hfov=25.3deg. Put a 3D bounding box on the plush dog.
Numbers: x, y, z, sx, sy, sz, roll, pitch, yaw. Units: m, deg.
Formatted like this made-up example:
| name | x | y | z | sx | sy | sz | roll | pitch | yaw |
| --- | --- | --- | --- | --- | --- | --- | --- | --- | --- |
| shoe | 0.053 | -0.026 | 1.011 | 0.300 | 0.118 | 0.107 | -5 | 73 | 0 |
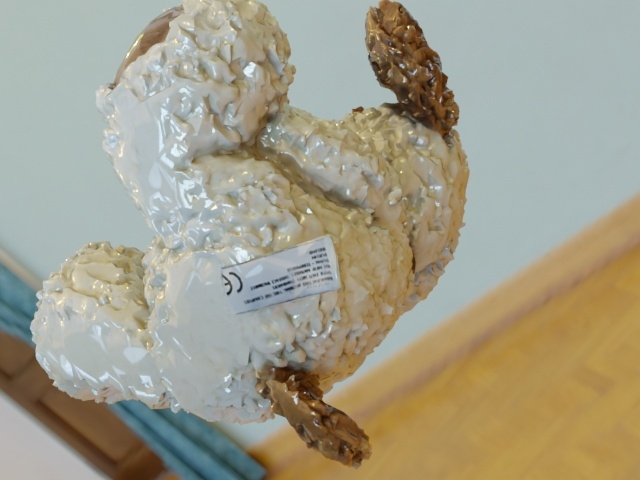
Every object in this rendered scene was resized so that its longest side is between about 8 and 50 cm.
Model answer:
| name | x | y | z | sx | sy | sz | roll | pitch | yaw |
| --- | --- | --- | --- | --- | --- | --- | --- | --- | --- |
| plush dog | 0.000 | 0.000 | 0.765 | 0.225 | 0.211 | 0.262 | -32 | -27 | -47 |
